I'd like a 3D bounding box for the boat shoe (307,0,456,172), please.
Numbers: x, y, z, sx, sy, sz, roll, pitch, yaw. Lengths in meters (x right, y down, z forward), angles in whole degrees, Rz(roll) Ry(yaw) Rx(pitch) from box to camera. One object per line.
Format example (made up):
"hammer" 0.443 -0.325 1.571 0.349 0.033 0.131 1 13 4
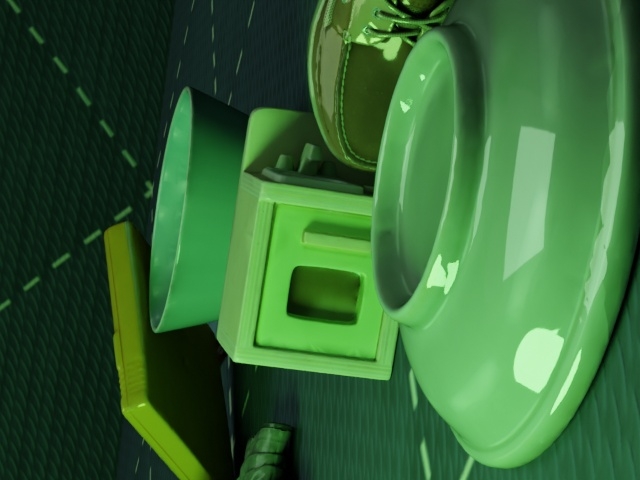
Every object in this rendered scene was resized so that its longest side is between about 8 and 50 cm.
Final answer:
"boat shoe" 0.065 -0.219 1.412 0.116 0.123 0.324 -144 60 -74

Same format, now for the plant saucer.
"plant saucer" 0.111 -0.042 1.136 0.400 0.100 0.400 -172 90 -77

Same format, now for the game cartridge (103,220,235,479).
"game cartridge" -0.203 0.175 2.148 0.285 0.052 0.324 59 -165 -45

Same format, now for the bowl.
"bowl" -0.114 -0.028 2.007 0.311 0.163 0.312 -172 90 -77

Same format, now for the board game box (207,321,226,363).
"board game box" -0.149 0.100 2.406 0.281 0.027 0.145 120 153 -61

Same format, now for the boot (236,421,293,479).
"boot" -0.062 0.278 1.793 0.246 0.083 0.161 138 144 -69

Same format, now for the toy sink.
"toy sink" 0.000 0.000 1.495 0.131 0.152 0.234 -150 69 -77
